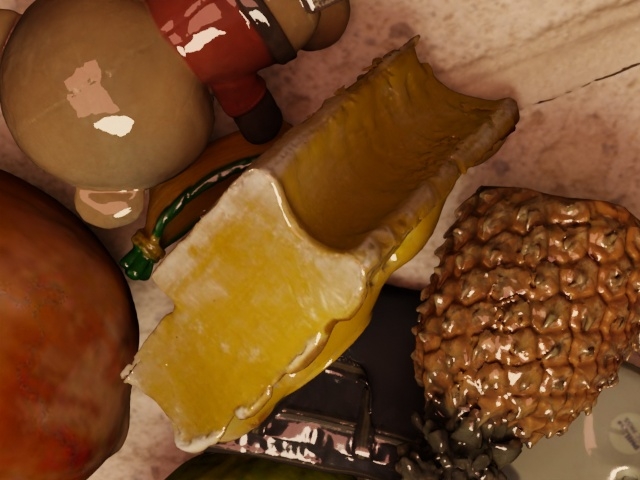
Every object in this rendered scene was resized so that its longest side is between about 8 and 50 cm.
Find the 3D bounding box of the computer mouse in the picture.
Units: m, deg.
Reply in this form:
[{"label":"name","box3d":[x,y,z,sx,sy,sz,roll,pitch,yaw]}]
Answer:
[{"label":"computer mouse","box3d":[0.208,0.251,1.356,0.331,0.095,0.197,-42,69,17]}]

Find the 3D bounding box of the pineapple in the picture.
[{"label":"pineapple","box3d":[0.155,0.125,1.239,0.202,0.202,0.362,25,78,4]}]

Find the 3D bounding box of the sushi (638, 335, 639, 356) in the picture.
[{"label":"sushi","box3d":[0.415,0.099,1.319,0.215,0.050,0.192,-34,94,14]}]

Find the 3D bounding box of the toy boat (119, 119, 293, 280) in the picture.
[{"label":"toy boat","box3d":[-0.091,-0.042,1.348,0.230,0.089,0.088,-24,74,3]}]

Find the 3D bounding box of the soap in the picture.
[{"label":"soap","box3d":[0.000,0.000,1.292,0.169,0.339,0.304,45,130,2]}]

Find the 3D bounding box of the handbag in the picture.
[{"label":"handbag","box3d":[0.008,0.125,1.339,0.254,0.088,0.211,10,63,5]}]

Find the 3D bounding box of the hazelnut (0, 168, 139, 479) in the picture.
[{"label":"hazelnut","box3d":[-0.356,0.106,1.318,0.366,0.366,0.365,2,101,9]}]

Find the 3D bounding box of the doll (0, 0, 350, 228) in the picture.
[{"label":"doll","box3d":[-0.128,-0.172,1.266,0.330,0.174,0.235,-34,97,0]}]

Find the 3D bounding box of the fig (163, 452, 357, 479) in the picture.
[{"label":"fig","box3d":[-0.081,0.295,1.318,0.233,0.314,0.233,-6,77,28]}]
